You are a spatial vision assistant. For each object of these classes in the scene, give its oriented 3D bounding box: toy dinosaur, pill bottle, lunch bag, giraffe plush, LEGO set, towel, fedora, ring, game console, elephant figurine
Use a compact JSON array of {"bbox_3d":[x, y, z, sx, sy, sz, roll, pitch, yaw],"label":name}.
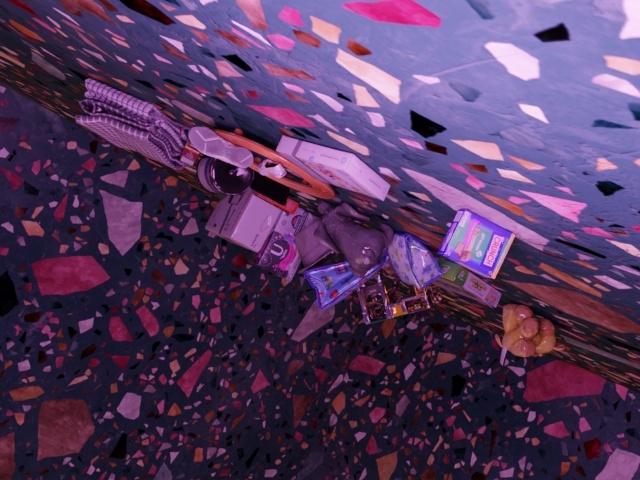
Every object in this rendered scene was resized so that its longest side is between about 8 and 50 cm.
[{"bbox_3d":[-0.330,-0.270,1.689,0.082,0.047,0.090,43,-172,7],"label":"toy dinosaur"},{"bbox_3d":[-0.269,-0.188,1.753,0.122,0.123,0.219,28,175,-24],"label":"pill bottle"},{"bbox_3d":[0.246,0.042,1.747,0.151,0.096,0.129,57,166,-14],"label":"lunch bag"},{"bbox_3d":[0.671,0.304,2.018,0.170,0.210,0.181,3,-147,-13],"label":"giraffe plush"},{"bbox_3d":[0.273,0.171,2.333,0.331,0.192,0.255,-17,177,25],"label":"LEGO set"},{"bbox_3d":[-0.498,-0.300,1.738,0.235,0.121,0.283,24,175,14],"label":"towel"},{"bbox_3d":[0.000,0.000,2.092,0.124,0.243,0.275,55,-177,6],"label":"fedora"},{"bbox_3d":[-0.112,-0.185,1.515,0.336,0.032,0.336,25,174,3],"label":"ring"},{"bbox_3d":[0.117,0.099,2.060,0.138,0.293,0.221,65,-174,5],"label":"lunch bag"},{"bbox_3d":[-0.152,-0.155,1.803,0.122,0.071,0.107,28,174,-24],"label":"game console"},{"bbox_3d":[0.061,-0.025,1.718,0.239,0.169,0.186,41,148,8],"label":"elephant figurine"}]

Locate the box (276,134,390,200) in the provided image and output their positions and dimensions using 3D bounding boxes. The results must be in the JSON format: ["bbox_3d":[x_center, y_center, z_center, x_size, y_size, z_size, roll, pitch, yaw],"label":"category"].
[{"bbox_3d":[0.025,-0.140,1.241,0.186,0.038,0.145,20,173,39],"label":"box"}]

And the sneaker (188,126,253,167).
[{"bbox_3d":[-0.224,-0.202,1.422,0.152,0.054,0.061,27,177,-15],"label":"sneaker"}]

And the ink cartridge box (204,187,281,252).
[{"bbox_3d":[-0.273,-0.093,2.281,0.121,0.211,0.289,30,173,-29],"label":"ink cartridge box"}]

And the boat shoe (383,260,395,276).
[{"bbox_3d":[0.261,0.102,2.415,0.068,0.072,0.190,23,175,29],"label":"boat shoe"}]

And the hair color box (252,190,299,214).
[{"bbox_3d":[-0.149,-0.138,2.134,0.141,0.043,0.072,29,175,-26],"label":"hair color box"}]

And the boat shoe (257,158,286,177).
[{"bbox_3d":[-0.112,-0.163,1.408,0.100,0.035,0.035,25,149,54],"label":"boat shoe"}]

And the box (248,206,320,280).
[{"bbox_3d":[-0.131,-0.002,2.279,0.142,0.247,0.163,26,175,-18],"label":"box"}]

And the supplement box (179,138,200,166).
[{"bbox_3d":[-0.346,-0.248,1.742,0.043,0.055,0.083,27,152,-12],"label":"supplement box"}]

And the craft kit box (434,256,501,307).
[{"bbox_3d":[0.388,0.110,1.966,0.246,0.061,0.250,27,176,-40],"label":"craft kit box"}]

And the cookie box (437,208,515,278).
[{"bbox_3d":[0.283,0.007,1.163,0.107,0.092,0.040,26,178,-8],"label":"cookie box"}]
